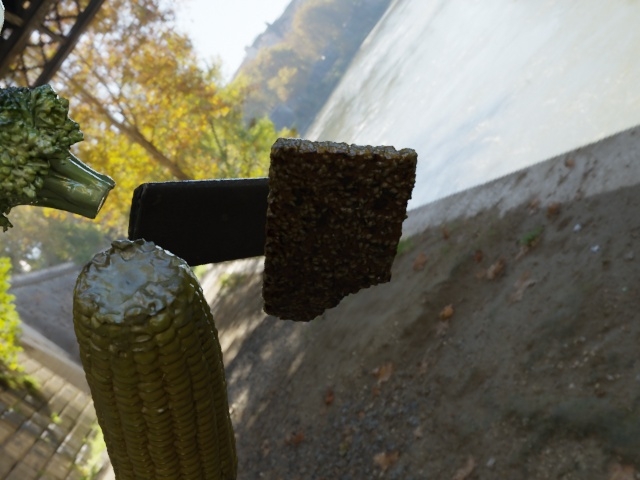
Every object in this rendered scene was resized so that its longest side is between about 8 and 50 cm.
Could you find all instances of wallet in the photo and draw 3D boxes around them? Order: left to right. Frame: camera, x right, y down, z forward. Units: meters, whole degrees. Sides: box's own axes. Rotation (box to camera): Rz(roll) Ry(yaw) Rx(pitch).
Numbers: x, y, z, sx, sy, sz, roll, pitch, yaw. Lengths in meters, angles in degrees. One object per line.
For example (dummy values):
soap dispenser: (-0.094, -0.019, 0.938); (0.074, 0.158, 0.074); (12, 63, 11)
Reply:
wallet: (-0.180, -0.034, 1.193); (0.321, 0.044, 0.171); (-7, -52, -39)

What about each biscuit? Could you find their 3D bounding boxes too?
biscuit: (0.011, 0.005, 0.667); (0.026, 0.131, 0.237); (-85, 2, -46)

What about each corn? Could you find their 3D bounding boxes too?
corn: (-0.147, 0.150, 0.651); (0.131, 0.131, 0.345); (-62, -20, -47)

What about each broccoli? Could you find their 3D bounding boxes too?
broccoli: (-0.451, -0.129, 1.112); (0.263, 0.243, 0.247); (-56, 18, 16)

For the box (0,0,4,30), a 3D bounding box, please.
box: (-0.225, -0.044, 0.301); (0.187, 0.047, 0.335); (96, 175, -64)
